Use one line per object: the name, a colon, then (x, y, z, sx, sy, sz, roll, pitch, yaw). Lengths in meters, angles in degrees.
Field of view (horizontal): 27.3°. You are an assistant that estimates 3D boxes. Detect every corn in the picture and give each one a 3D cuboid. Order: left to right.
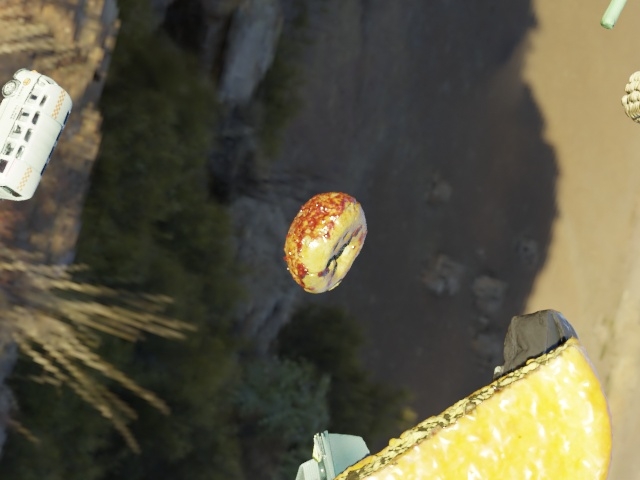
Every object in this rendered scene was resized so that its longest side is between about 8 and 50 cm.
corn: (0.462, -0.190, 1.748, 0.211, 0.087, 0.087, -112, -142, -83)

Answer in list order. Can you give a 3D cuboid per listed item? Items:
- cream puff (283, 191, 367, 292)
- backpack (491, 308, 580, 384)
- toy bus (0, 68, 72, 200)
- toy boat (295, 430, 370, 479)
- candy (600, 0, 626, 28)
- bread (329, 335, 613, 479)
cream puff: (0.000, 0.000, 1.813, 0.149, 0.084, 0.149, -46, 151, -36)
backpack: (0.261, 0.168, 1.594, 0.120, 0.106, 0.165, 46, 43, -54)
toy bus: (-0.427, -0.152, 1.903, 0.087, 0.089, 0.194, 42, 65, -52)
toy boat: (-0.002, 0.337, 1.593, 0.296, 0.122, 0.114, 109, -24, -56)
candy: (0.444, -0.449, 1.602, 0.440, 0.119, 0.119, -63, 161, -5)
bread: (0.160, 0.245, 1.279, 0.340, 0.179, 0.194, -29, 172, -9)
